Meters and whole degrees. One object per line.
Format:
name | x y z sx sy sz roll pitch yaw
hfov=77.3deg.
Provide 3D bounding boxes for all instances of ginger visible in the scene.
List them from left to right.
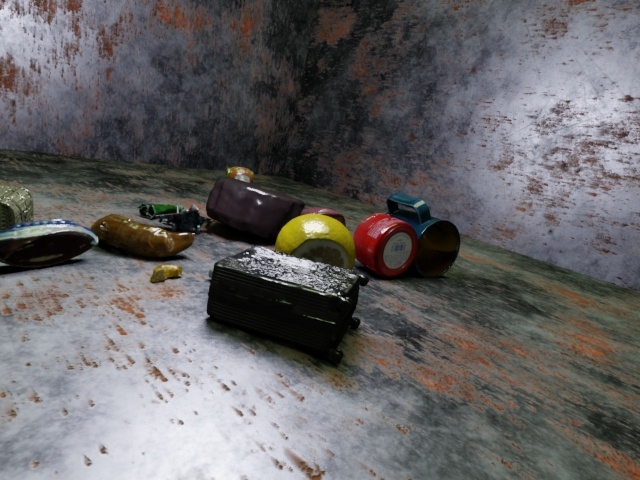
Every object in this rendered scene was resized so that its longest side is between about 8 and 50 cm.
ginger | -0.555 -0.011 1.216 0.309 0.107 0.133 12 -9 3

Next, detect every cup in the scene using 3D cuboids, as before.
cup | 0.383 -0.018 1.702 0.308 0.242 0.292 38 -3 -31

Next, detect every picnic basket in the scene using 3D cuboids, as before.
picnic basket | -0.892 -0.072 1.097 0.154 0.134 0.196 3 16 -23

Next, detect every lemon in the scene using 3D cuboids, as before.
lemon | -0.021 0.030 1.206 0.240 0.240 0.219 8 24 -15

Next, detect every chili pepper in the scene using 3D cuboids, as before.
chili pepper | -0.655 -0.131 1.692 0.088 0.059 0.227 12 11 18

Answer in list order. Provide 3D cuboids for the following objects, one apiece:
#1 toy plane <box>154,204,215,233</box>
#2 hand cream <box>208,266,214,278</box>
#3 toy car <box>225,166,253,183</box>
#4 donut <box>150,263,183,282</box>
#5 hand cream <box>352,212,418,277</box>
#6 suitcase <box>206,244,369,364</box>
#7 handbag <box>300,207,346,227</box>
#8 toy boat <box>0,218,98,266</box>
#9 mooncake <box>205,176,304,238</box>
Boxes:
toy plane | -0.486 -0.080 1.478 0.223 0.104 0.326 4 0 -28
hand cream | -0.261 0.100 1.173 0.061 0.039 0.143 16 4 43
toy car | -0.428 -0.264 2.121 0.145 0.235 0.235 5 16 -24
donut | -0.411 0.086 1.077 0.083 0.037 0.067 4 13 -25
hand cream | 0.247 0.017 1.519 0.230 0.230 0.149 3 14 -33
suitcase | -0.074 0.135 0.959 0.335 0.152 0.229 13 12 14
handbag | 0.000 0.000 1.382 0.146 0.225 0.135 4 8 -25
toy boat | -0.703 -0.003 1.003 0.115 0.114 0.262 32 24 22
mooncake | -0.287 -0.136 1.671 0.351 0.212 0.381 19 3 -43
